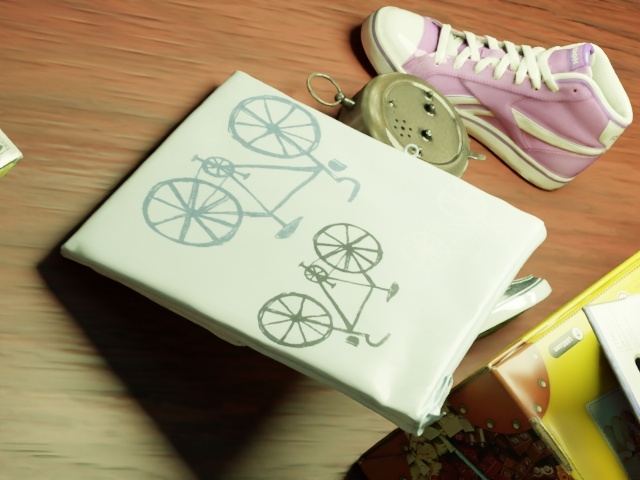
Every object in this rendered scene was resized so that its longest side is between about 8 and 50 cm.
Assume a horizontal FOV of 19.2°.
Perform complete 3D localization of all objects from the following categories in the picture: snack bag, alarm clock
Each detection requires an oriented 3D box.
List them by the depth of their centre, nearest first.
[{"bbox_3d":[0.000,0.000,1.620,0.343,0.037,0.323,26,40,11],"label":"snack bag"},{"bbox_3d":[0.068,-0.110,1.831,0.192,0.064,0.129,27,47,-18],"label":"alarm clock"}]

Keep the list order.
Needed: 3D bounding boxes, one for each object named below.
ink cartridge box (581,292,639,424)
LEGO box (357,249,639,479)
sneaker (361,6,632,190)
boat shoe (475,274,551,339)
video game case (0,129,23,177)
[{"bbox_3d":[0.361,0.119,1.619,0.371,0.069,0.175,-7,66,-45],"label":"ink cartridge box"},{"bbox_3d":[0.333,0.207,1.723,0.500,0.193,0.372,-29,81,-47],"label":"LEGO box"},{"bbox_3d":[0.188,-0.178,1.905,0.282,0.161,0.102,30,47,-19],"label":"sneaker"},{"bbox_3d":[0.142,0.048,1.773,0.183,0.065,0.083,-23,78,-45],"label":"boat shoe"},{"bbox_3d":[-0.376,-0.100,1.464,0.232,0.042,0.210,48,42,-1],"label":"video game case"}]
